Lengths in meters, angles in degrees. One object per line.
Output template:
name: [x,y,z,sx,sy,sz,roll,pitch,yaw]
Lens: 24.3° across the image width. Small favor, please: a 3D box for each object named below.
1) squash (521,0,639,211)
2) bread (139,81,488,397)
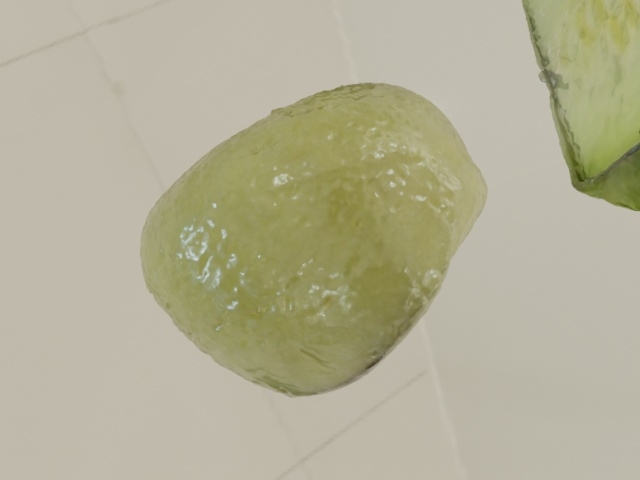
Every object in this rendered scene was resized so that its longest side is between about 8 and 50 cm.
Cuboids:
squash: [0.217,-0.198,0.689,0.210,0.309,0.234,-3,46,-1]
bread: [-0.007,-0.009,1.365,0.237,0.320,0.320,51,53,-8]
